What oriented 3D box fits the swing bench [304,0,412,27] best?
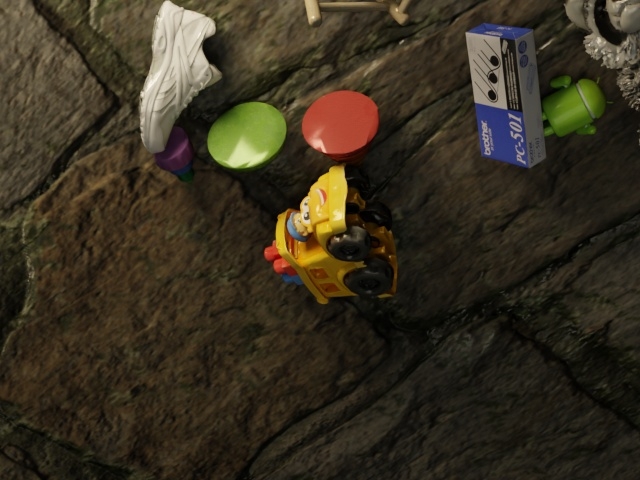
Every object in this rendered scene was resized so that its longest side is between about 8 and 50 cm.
[{"bbox_3d":[0.050,-0.458,1.451,0.165,0.254,0.253,-8,148,-33],"label":"swing bench"}]

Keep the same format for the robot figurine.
[{"bbox_3d":[0.381,-0.201,1.680,0.115,0.067,0.101,-27,103,17],"label":"robot figurine"}]

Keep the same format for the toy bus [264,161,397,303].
[{"bbox_3d":[0.000,0.000,1.758,0.212,0.149,0.220,-12,142,19],"label":"toy bus"}]

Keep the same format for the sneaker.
[{"bbox_3d":[-0.210,-0.238,1.679,0.115,0.090,0.232,11,107,-12],"label":"sneaker"}]

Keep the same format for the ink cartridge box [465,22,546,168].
[{"bbox_3d":[0.280,-0.217,1.662,0.097,0.046,0.207,20,132,46],"label":"ink cartridge box"}]

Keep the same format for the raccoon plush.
[{"bbox_3d":[0.511,-0.225,1.638,0.216,0.299,0.446,-28,147,2],"label":"raccoon plush"}]

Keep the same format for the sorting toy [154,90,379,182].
[{"bbox_3d":[-0.078,-0.137,1.751,0.366,0.127,0.126,-7,148,11],"label":"sorting toy"}]
